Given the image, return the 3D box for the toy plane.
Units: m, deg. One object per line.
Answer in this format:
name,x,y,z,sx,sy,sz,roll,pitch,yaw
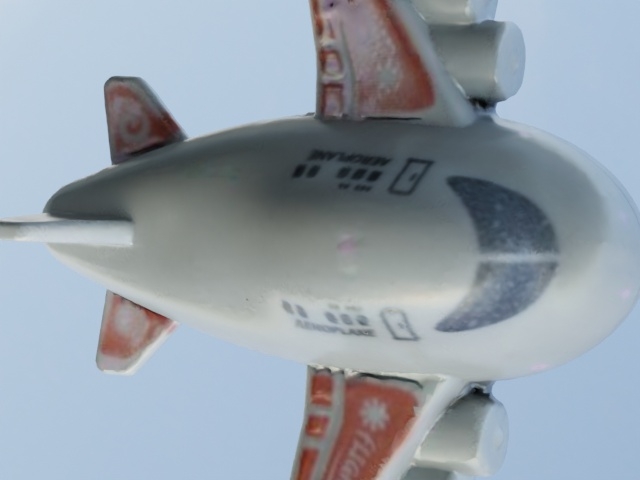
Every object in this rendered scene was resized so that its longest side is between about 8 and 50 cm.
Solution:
toy plane,0.002,0.000,0.767,0.252,0.118,0.252,1,-87,23
